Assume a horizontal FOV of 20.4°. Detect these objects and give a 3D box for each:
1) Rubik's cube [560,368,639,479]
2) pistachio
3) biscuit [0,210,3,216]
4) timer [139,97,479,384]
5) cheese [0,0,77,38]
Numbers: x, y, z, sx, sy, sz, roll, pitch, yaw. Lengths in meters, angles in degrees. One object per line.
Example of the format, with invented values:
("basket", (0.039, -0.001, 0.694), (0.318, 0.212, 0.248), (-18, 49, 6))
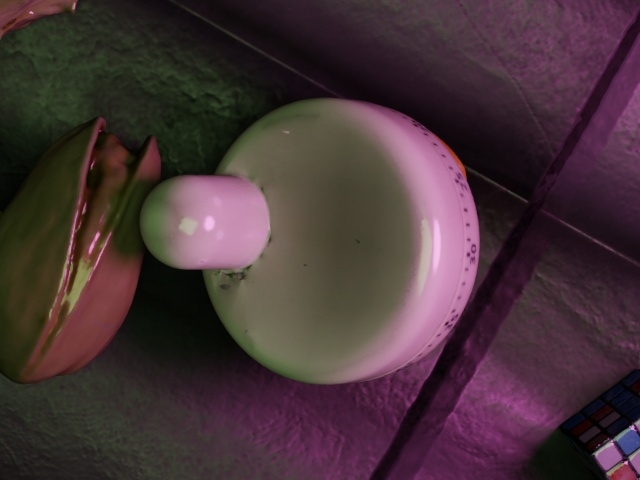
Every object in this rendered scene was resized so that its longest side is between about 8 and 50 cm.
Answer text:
("Rubik's cube", (0.282, 0.183, 1.562), (0.092, 0.092, 0.092), (-36, 103, -3))
("pistachio", (-0.201, 0.009, 1.430), (0.135, 0.136, 0.226), (25, 88, -13))
("biscuit", (-0.302, -0.005, 1.470), (0.083, 0.018, 0.081), (42, 90, -14))
("timer", (0.000, 0.000, 1.412), (0.233, 0.240, 0.234), (0, 90, 32))
("cheese", (-0.285, -0.208, 1.405), (0.202, 0.091, 0.175), (-16, 103, -7))
